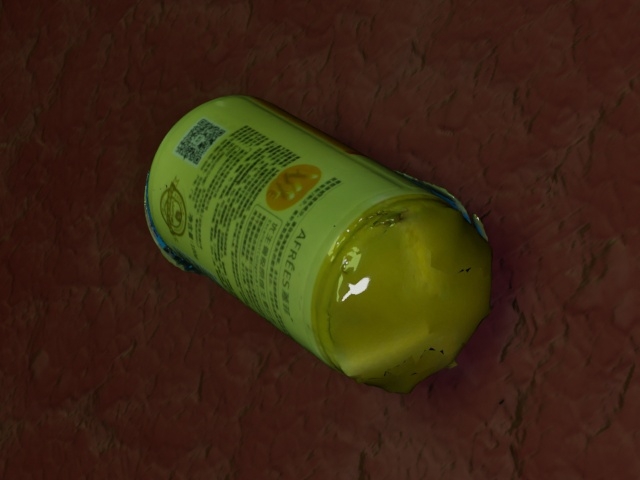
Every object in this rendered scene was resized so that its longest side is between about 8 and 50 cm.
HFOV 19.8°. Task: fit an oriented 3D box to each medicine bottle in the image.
[{"bbox_3d":[0.000,0.000,1.086,0.239,0.124,0.124,31,98,49],"label":"medicine bottle"}]
